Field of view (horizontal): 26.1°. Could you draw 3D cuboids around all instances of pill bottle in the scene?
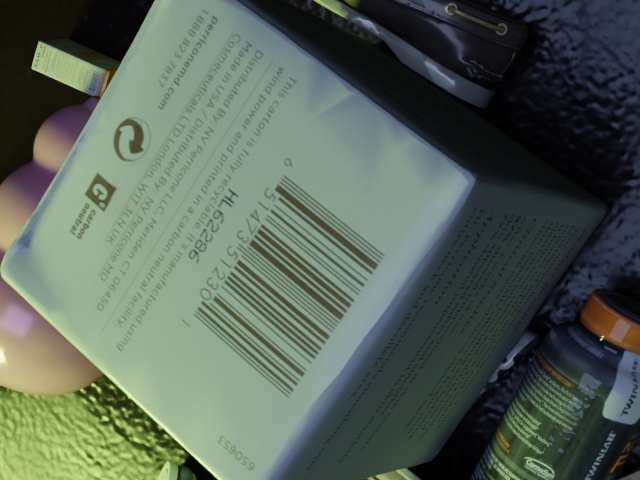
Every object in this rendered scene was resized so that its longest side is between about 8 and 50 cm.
[{"bbox_3d":[0.256,0.172,1.380,0.130,0.130,0.246,30,109,16],"label":"pill bottle"}]

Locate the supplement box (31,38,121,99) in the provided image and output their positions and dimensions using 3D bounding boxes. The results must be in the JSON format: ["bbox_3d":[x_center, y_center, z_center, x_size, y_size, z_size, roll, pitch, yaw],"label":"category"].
[{"bbox_3d":[-0.270,-0.196,1.576,0.098,0.062,0.036,25,108,18],"label":"supplement box"}]

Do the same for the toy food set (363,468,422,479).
[{"bbox_3d":[0.047,0.315,1.446,0.306,0.092,0.220,37,149,13],"label":"toy food set"}]

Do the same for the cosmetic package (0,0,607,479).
[{"bbox_3d":[0.000,0.000,1.266,0.327,0.393,0.329,38,103,23],"label":"cosmetic package"}]

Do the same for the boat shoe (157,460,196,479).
[{"bbox_3d":[-0.158,0.415,1.619,0.099,0.116,0.320,4,95,-11],"label":"boat shoe"}]

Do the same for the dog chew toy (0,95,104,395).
[{"bbox_3d":[-0.287,0.001,1.544,0.206,0.206,0.332,22,100,18],"label":"dog chew toy"}]

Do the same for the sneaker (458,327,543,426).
[{"bbox_3d":[0.122,0.147,1.465,0.234,0.078,0.106,-46,76,19],"label":"sneaker"}]

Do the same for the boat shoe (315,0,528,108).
[{"bbox_3d":[0.058,-0.261,1.406,0.324,0.116,0.097,36,105,9],"label":"boat shoe"}]

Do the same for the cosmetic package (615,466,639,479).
[{"bbox_3d":[0.347,0.283,1.398,0.060,0.041,0.115,-32,78,31],"label":"cosmetic package"}]
